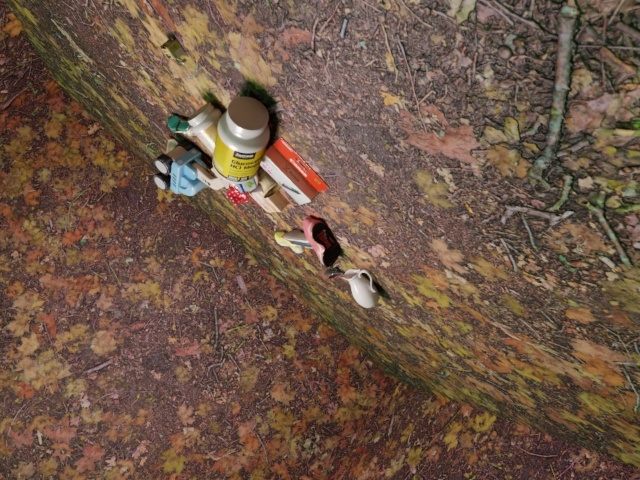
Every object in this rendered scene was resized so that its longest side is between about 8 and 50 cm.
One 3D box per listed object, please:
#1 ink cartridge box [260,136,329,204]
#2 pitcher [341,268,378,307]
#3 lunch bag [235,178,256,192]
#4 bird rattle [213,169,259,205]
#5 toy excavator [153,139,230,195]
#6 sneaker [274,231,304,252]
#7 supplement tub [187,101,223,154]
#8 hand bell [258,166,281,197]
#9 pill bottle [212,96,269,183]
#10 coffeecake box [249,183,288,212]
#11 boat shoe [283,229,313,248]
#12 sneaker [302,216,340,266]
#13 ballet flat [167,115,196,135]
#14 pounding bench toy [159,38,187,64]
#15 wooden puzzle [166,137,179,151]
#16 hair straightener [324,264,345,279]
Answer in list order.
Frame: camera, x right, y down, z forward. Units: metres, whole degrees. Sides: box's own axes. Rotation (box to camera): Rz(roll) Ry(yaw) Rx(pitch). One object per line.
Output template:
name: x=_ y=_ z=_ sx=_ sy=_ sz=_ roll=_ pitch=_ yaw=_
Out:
ink cartridge box: x=-0.118 y=-0.270 z=1.684 sx=0.275 sy=0.060 sz=0.239 roll=45 pitch=163 yaw=-15
pitcher: x=0.229 y=0.240 z=2.137 sx=0.177 sy=0.125 sz=0.207 roll=-17 pitch=111 yaw=52
lunch bag: x=-0.360 y=-0.316 z=1.838 sx=0.219 sy=0.090 sz=0.176 roll=-132 pitch=21 yaw=-59
bird rattle: x=-0.396 y=-0.294 z=2.024 sx=0.206 sy=0.143 sz=0.254 roll=-10 pitch=121 yaw=24
toy excavator: x=-0.673 y=-0.364 z=2.305 sx=0.445 sy=0.222 sz=0.433 roll=37 pitch=143 yaw=3
sneaker: x=-0.182 y=-0.009 z=2.430 sx=0.208 sy=0.081 sz=0.094 roll=24 pitch=151 yaw=23
supplement tub: x=-0.440 y=-0.457 z=1.740 sx=0.144 sy=0.144 sz=0.200 roll=15 pitch=149 yaw=53
hand bell: x=-0.274 y=-0.321 z=1.855 sx=0.242 sy=0.126 sz=0.126 roll=52 pitch=163 yaw=4
pill bottle: x=-0.294 y=-0.367 z=1.548 sx=0.188 sy=0.188 sz=0.334 roll=40 pitch=151 yaw=0
coffeecake box: x=-0.261 y=-0.213 z=2.093 sx=0.142 sy=0.068 sz=0.185 roll=46 pitch=162 yaw=-22
boat shoe: x=-0.106 y=-0.004 z=2.252 sx=0.254 sy=0.095 sz=0.079 roll=6 pitch=132 yaw=45
sneaker: x=0.000 y=-0.001 z=2.056 sx=0.136 sy=0.116 sz=0.314 roll=37 pitch=158 yaw=44
ballet flat: x=-0.685 y=-0.566 z=2.088 sx=0.241 sy=0.091 sz=0.077 roll=30 pitch=-178 yaw=40
pounding bench toy: x=-0.536 y=-0.687 z=1.529 sx=0.065 sy=0.052 sz=0.083 roll=24 pitch=156 yaw=41
wooden puzzle: x=-0.843 y=-0.467 z=2.641 sx=0.348 sy=0.080 sz=0.322 roll=44 pitch=162 yaw=-14
hair straightener: x=0.075 y=0.182 z=2.400 sx=0.089 sy=0.047 sz=0.230 roll=44 pitch=162 yaw=-13
